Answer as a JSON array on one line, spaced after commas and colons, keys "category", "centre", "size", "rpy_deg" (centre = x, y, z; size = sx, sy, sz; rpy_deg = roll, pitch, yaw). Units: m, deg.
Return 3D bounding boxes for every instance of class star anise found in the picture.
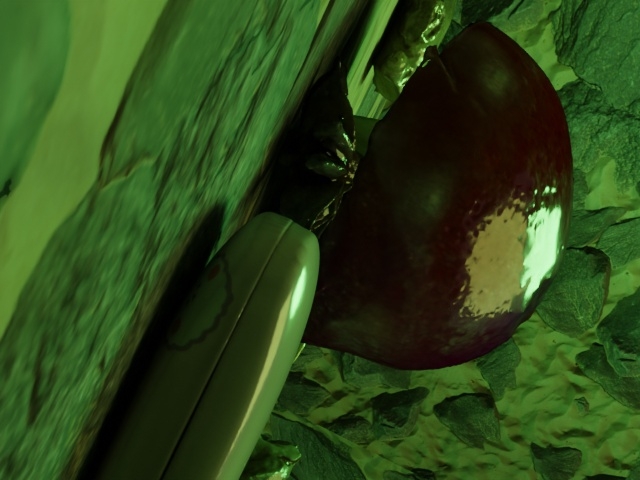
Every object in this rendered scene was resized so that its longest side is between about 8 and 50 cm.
[{"category": "star anise", "centre": [-0.004, -0.046, 0.569], "size": [0.124, 0.056, 0.129], "rpy_deg": [111, -10, -55]}]

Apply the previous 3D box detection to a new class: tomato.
[{"category": "tomato", "centre": [0.129, -0.022, 0.716], "size": [0.335, 0.176, 0.289], "rpy_deg": [-41, 154, -48]}]

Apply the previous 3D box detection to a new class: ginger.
[{"category": "ginger", "centre": [0.130, -0.278, 1.054], "size": [0.213, 0.074, 0.137], "rpy_deg": [-59, -173, -10]}]

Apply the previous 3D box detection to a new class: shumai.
[{"category": "shumai", "centre": [-0.129, 0.292, 1.137], "size": [0.201, 0.120, 0.201], "rpy_deg": [-19, 175, -2]}]

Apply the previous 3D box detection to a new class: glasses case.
[{"category": "glasses case", "centre": [-0.081, 0.121, 0.471], "size": [0.296, 0.075, 0.113], "rpy_deg": [-63, 180, 6]}]

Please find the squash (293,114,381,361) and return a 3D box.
[{"category": "squash", "centre": [0.000, 0.000, 0.851], "size": [0.169, 0.093, 0.252], "rpy_deg": [-31, 148, -62]}]
